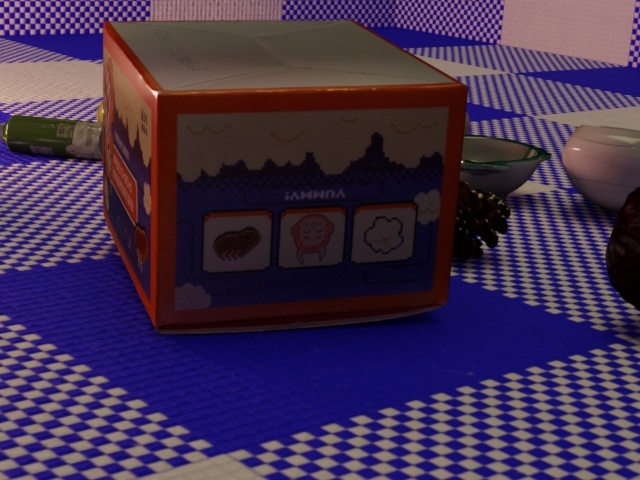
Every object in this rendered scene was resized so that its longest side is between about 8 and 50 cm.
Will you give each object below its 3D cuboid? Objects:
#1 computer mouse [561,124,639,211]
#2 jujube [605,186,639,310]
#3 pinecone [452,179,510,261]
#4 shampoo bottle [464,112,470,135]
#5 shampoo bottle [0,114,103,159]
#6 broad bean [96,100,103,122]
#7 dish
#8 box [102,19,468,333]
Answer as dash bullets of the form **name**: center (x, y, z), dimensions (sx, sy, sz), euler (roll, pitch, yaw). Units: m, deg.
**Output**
- **computer mouse**: center (0.460, -0.099, 1.823), dimensions (0.184, 0.121, 0.297), euler (8, 2, 22)
- **jujube**: center (0.449, 0.027, 1.209), dimensions (0.342, 0.216, 0.216), euler (9, 15, 38)
- **pinecone**: center (0.178, -0.025, 1.521), dimensions (0.102, 0.102, 0.109), euler (14, 17, 33)
- **shampoo bottle**: center (0.136, -0.203, 2.192), dimensions (0.257, 0.078, 0.127), euler (-2, 21, -27)
- **shampoo bottle**: center (-0.435, -0.166, 1.958), dimensions (0.205, 0.065, 0.065), euler (6, 15, 8)
- **broad bean**: center (-0.326, -0.220, 2.144), dimensions (0.125, 0.082, 0.174), euler (1, 17, -3)
- **dish**: center (0.227, -0.099, 1.836), dimensions (0.224, 0.078, 0.246), euler (4, 14, 3)
- **box**: center (-0.058, -0.084, 1.349), dimensions (0.319, 0.256, 0.348), euler (-5, 22, -18)
